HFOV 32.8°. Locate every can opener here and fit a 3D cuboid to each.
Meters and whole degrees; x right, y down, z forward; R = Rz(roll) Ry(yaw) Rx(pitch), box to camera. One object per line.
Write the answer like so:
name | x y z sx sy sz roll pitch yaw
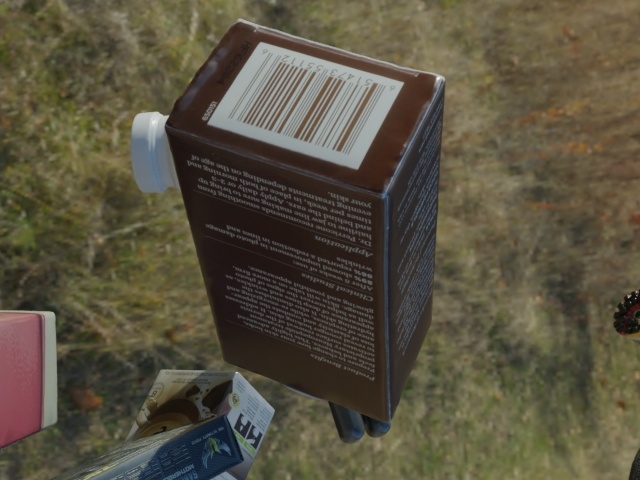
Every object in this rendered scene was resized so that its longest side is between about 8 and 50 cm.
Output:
can opener | 0.015 0.141 1.470 0.095 0.076 0.283 117 -40 -59

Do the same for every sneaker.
sneaker | 0.509 0.091 1.451 0.093 0.225 0.088 35 54 -30

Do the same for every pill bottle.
pill bottle | -0.148 -0.142 1.677 0.153 0.265 0.153 -4 90 -84

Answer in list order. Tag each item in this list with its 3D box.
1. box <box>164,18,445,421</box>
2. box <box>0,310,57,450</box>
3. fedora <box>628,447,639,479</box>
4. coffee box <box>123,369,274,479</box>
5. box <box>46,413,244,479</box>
box | 0.000 0.000 0.986 0.381 0.191 0.143 87 26 -54
box | -0.361 0.135 1.049 0.232 0.149 0.127 10 80 -86
fedora | 0.587 0.369 1.477 0.334 0.334 0.152 -74 159 -44
coffee box | -0.213 0.350 1.642 0.119 0.168 0.297 51 49 -37
box | -0.218 0.252 1.084 0.233 0.183 0.059 -21 87 -45
